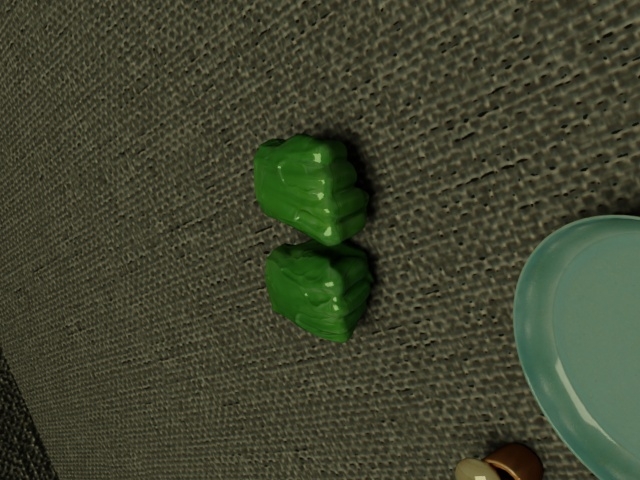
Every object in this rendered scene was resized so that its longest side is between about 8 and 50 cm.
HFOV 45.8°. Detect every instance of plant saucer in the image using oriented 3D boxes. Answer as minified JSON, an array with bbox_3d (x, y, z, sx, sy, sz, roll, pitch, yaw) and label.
[{"bbox_3d":[0.318,0.120,0.711,0.317,0.044,0.317,35,137,41],"label":"plant saucer"}]

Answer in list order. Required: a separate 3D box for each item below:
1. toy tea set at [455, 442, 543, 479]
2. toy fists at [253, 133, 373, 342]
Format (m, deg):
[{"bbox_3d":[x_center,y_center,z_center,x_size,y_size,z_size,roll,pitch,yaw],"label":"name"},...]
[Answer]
[{"bbox_3d":[0.246,0.411,0.887,0.336,0.124,0.200,56,136,10],"label":"toy tea set"},{"bbox_3d":[0.000,0.000,0.968,0.142,0.096,0.279,23,124,47],"label":"toy fists"}]
